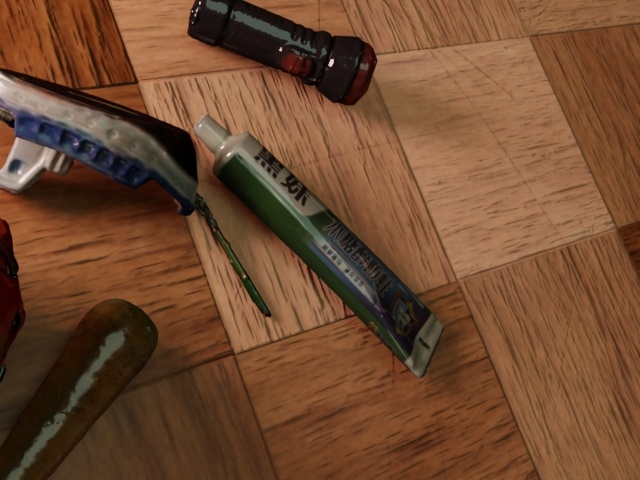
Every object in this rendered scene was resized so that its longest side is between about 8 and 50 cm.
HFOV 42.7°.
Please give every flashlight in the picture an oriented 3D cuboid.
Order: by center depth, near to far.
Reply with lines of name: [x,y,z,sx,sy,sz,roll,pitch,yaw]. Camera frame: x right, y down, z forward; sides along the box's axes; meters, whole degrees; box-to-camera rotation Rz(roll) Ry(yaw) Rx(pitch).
flashlight: [-0.049,-0.241,1.005,0.231,0.093,0.093,18,63,-19]

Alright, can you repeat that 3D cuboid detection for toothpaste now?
toothpaste: [0.000,0.000,0.950,0.392,0.061,0.099,44,43,-9]

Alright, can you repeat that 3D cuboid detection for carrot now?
carrot: [-0.254,0.177,0.738,0.078,0.078,0.298,40,60,-9]

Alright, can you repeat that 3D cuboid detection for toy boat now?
toy boat: [-0.243,-0.088,0.833,0.261,0.114,0.115,16,101,-24]

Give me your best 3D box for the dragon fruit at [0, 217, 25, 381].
dragon fruit: [-0.354,0.071,0.658,0.233,0.233,0.293,-6,110,-31]

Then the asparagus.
asparagus: [-0.100,0.016,0.917,0.013,0.016,0.166,-31,88,-20]
